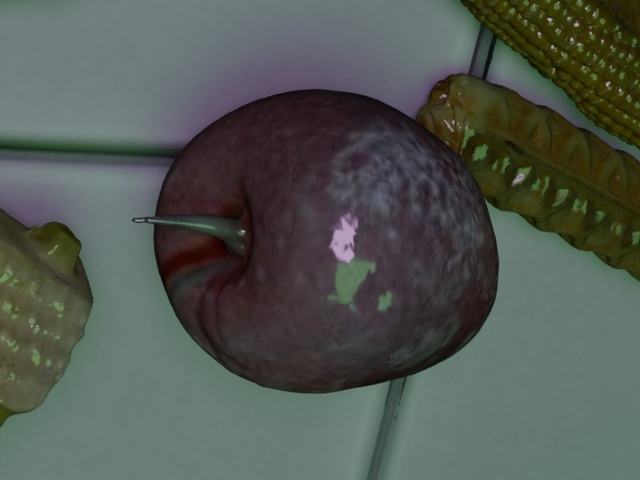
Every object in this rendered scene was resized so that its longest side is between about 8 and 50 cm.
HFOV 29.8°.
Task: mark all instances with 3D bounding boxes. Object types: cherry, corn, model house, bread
[{"bbox_3d":[0.000,0.000,0.837,0.285,0.236,0.213,12,104,-35],"label":"cherry"},{"bbox_3d":[0.192,-0.155,0.879,0.320,0.097,0.097,32,109,-29],"label":"corn"},{"bbox_3d":[-0.293,0.050,0.840,0.193,0.175,0.234,35,97,-31],"label":"model house"},{"bbox_3d":[0.227,-0.031,0.977,0.367,0.084,0.077,24,155,-26],"label":"bread"}]
